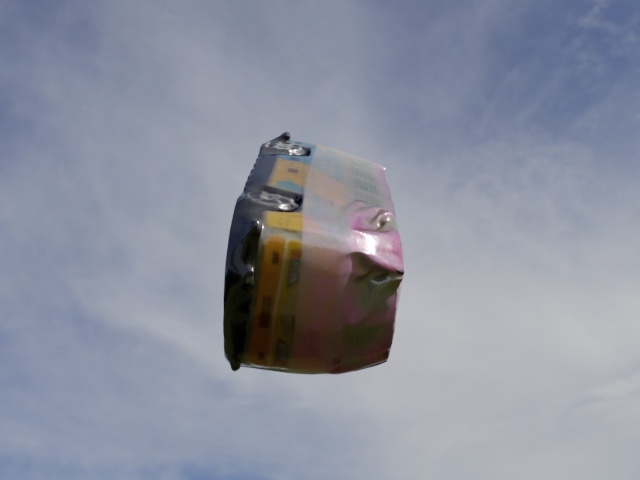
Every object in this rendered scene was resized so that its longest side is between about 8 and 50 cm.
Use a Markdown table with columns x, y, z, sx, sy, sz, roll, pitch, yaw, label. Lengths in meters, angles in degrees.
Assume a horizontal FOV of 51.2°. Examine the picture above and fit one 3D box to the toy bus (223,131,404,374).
| x | y | z | sx | sy | sz | roll | pitch | yaw | label |
| --- | --- | --- | --- | --- | --- | --- | --- | --- | --- |
| 0.000 | 0.000 | 0.729 | 0.163 | 0.386 | 0.171 | 5 | -71 | -1 | toy bus |
